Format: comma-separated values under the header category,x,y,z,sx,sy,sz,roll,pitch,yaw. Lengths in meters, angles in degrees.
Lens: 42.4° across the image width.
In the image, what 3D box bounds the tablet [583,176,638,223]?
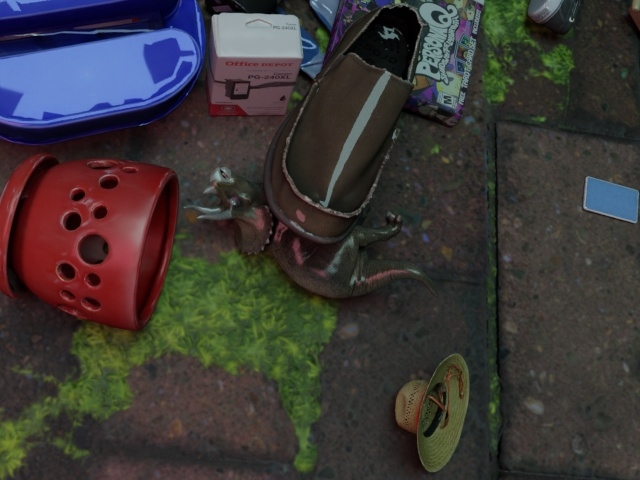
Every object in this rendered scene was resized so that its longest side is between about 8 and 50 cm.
category,x,y,z,sx,sy,sz,roll,pitch,yaw
tablet,0.420,-0.059,1.192,0.083,0.006,0.054,15,68,-7

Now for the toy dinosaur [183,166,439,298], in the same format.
category,x,y,z,sx,sy,sz,roll,pitch,yaw
toy dinosaur,0.000,0.000,1.045,0.313,0.121,0.160,37,80,-1

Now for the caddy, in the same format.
category,x,y,z,sx,sy,sz,roll,pitch,yaw
caddy,-0.307,-0.253,1.028,0.341,0.179,0.241,-14,96,-16

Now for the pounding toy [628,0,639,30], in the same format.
category,x,y,z,sx,sy,sz,roll,pitch,yaw
pounding toy,0.530,-0.366,1.272,0.181,0.094,0.206,-27,86,-14

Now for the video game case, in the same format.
category,x,y,z,sx,sy,sz,roll,pitch,yaw
video game case,0.124,-0.303,1.187,0.210,0.042,0.232,20,68,-13

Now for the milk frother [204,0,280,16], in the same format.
category,x,y,z,sx,sy,sz,roll,pitch,yaw
milk frother,-0.112,-0.373,1.113,0.129,0.143,0.135,22,69,30

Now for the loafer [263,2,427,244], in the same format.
category,x,y,z,sx,sy,sz,roll,pitch,yaw
loafer,0.035,-0.162,0.987,0.133,0.130,0.366,24,56,-10

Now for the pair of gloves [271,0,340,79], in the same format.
category,x,y,z,sx,sy,sz,roll,pitch,yaw
pair of gloves,-0.010,-0.303,1.186,0.159,0.023,0.198,42,67,7

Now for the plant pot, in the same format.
category,x,y,z,sx,sy,sz,roll,pitch,yaw
plant pot,-0.265,-0.007,0.939,0.174,0.191,0.191,14,68,0

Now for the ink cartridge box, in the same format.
category,x,y,z,sx,sy,sz,roll,pitch,yaw
ink cartridge box,-0.089,-0.224,1.071,0.109,0.150,0.063,-2,71,-12

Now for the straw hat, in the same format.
category,x,y,z,sx,sy,sz,roll,pitch,yaw
straw hat,0.125,0.203,1.004,0.061,0.144,0.144,8,63,33

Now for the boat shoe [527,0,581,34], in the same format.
category,x,y,z,sx,sy,sz,roll,pitch,yaw
boat shoe,0.394,-0.414,1.282,0.076,0.080,0.229,33,63,-17
